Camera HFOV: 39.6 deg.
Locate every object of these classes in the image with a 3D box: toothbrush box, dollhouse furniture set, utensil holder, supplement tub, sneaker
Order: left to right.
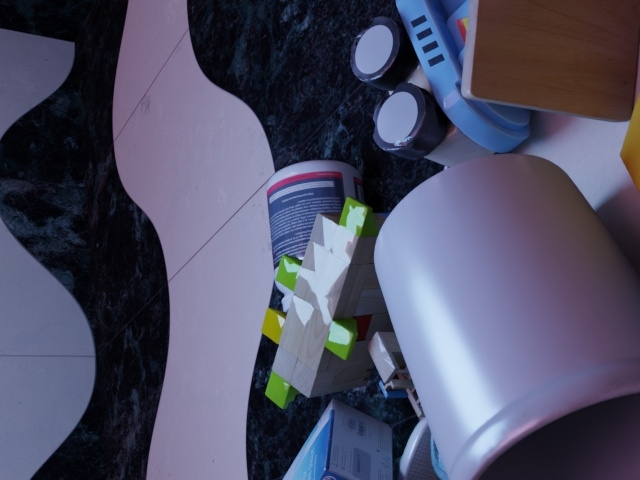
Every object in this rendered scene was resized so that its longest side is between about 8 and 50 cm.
[{"bbox_3d":[0.000,0.451,1.489,0.295,0.126,0.216,-61,6,21],"label":"toothbrush box"},{"bbox_3d":[0.000,0.000,1.701,0.191,0.191,0.272,-31,60,53],"label":"supplement tub"},{"bbox_3d":[0.133,0.390,1.517,0.151,0.094,0.255,36,118,55],"label":"sneaker"},{"bbox_3d":[0.142,0.199,1.449,0.129,0.184,0.129,-61,39,34],"label":"dollhouse furniture set"},{"bbox_3d":[0.265,0.124,1.122,0.327,0.328,0.385,-58,34,36],"label":"utensil holder"}]

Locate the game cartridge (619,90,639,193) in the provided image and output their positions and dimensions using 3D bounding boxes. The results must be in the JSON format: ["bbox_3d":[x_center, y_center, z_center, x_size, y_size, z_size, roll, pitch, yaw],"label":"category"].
[{"bbox_3d":[0.432,-0.183,0.993,0.285,0.053,0.323,-79,0,-61],"label":"game cartridge"}]

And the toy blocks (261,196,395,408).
[{"bbox_3d":[0.077,0.101,1.514,0.191,0.261,0.381,31,113,39],"label":"toy blocks"}]

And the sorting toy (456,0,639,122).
[{"bbox_3d":[0.300,-0.299,1.204,0.089,0.257,0.255,-174,90,-67],"label":"sorting toy"}]

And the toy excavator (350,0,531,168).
[{"bbox_3d":[0.268,-0.367,1.352,0.445,0.222,0.432,-38,52,33],"label":"toy excavator"}]

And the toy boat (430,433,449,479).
[{"bbox_3d":[0.246,0.368,1.291,0.268,0.148,0.318,-9,77,57],"label":"toy boat"}]
